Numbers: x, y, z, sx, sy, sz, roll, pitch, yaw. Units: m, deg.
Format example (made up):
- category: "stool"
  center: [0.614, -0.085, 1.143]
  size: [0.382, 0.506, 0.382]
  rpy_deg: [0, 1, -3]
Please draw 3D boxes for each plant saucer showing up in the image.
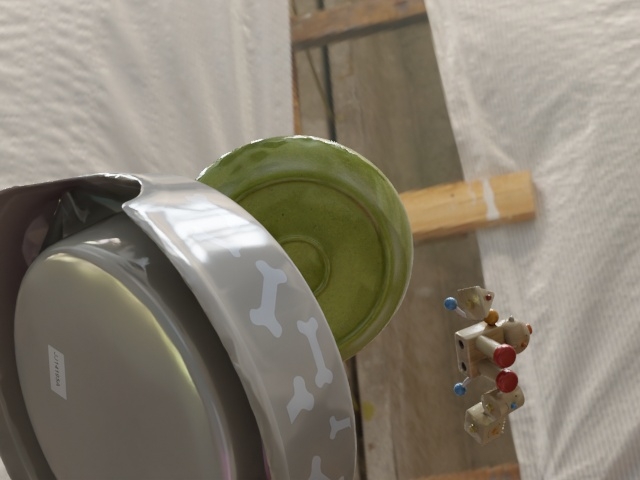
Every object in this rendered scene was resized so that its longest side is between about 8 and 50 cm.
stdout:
- category: "plant saucer"
  center: [-0.026, 0.023, 0.945]
  size: [0.241, 0.241, 0.037]
  rpy_deg: [-27, -162, 0]

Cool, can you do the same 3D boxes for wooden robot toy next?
- category: "wooden robot toy"
  center: [0.172, 0.106, 0.934]
  size: [0.079, 0.173, 0.076]
  rpy_deg: [-22, -154, -27]

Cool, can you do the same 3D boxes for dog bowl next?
- category: "dog bowl"
  center: [-0.119, 0.111, 0.717]
  size: [0.348, 0.349, 0.102]
  rpy_deg: [33, -144, 32]
